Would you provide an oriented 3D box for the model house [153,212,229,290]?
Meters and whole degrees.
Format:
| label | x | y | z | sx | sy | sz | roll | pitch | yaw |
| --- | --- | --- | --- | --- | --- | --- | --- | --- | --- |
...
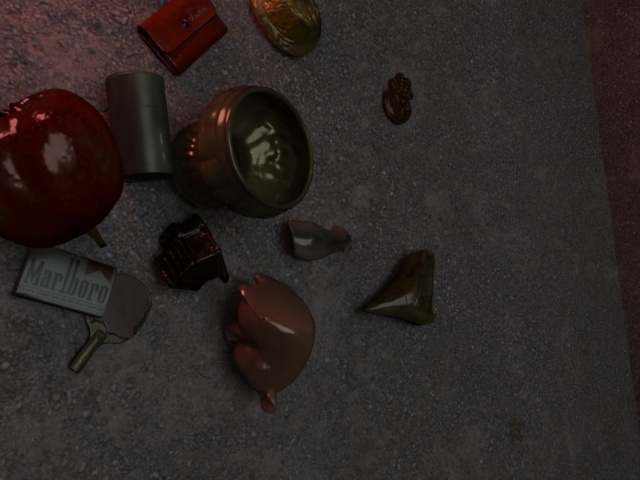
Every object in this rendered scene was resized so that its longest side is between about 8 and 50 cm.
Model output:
| label | x | y | z | sx | sy | sz | roll | pitch | yaw |
| --- | --- | --- | --- | --- | --- | --- | --- | --- | --- |
| model house | -0.311 | 0.035 | 1.382 | 0.152 | 0.106 | 0.165 | -25 | 65 | -26 |

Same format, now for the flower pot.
| label | x | y | z | sx | sy | sz | roll | pitch | yaw |
| --- | --- | --- | --- | --- | --- | --- | --- | --- | --- |
| flower pot | -0.190 | -0.193 | 1.379 | 0.307 | 0.244 | 0.308 | 10 | 77 | -51 |

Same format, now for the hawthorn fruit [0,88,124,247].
| label | x | y | z | sx | sy | sz | roll | pitch | yaw |
| --- | --- | --- | --- | --- | --- | --- | --- | --- | --- |
| hawthorn fruit | -0.507 | -0.110 | 1.145 | 0.287 | 0.287 | 0.330 | -49 | 129 | -32 |

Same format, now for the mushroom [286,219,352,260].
| label | x | y | z | sx | sy | sz | roll | pitch | yaw |
| --- | --- | --- | --- | --- | --- | --- | --- | --- | --- |
| mushroom | 0.000 | 0.000 | 1.626 | 0.225 | 0.093 | 0.116 | 4 | 61 | -33 |

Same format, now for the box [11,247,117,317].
| label | x | y | z | sx | sy | sz | roll | pitch | yaw |
| --- | --- | --- | --- | --- | --- | --- | --- | --- | --- |
| box | -0.521 | 0.082 | 1.227 | 0.177 | 0.036 | 0.115 | 22 | 68 | -30 |

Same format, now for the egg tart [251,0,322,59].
| label | x | y | z | sx | sy | sz | roll | pitch | yaw |
| --- | --- | --- | --- | --- | --- | --- | --- | --- | --- |
| egg tart | -0.077 | -0.632 | 1.641 | 0.231 | 0.098 | 0.252 | -20 | 93 | -42 |

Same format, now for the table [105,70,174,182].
| label | x | y | z | sx | sy | sz | roll | pitch | yaw |
| --- | --- | --- | --- | --- | --- | --- | --- | --- | --- |
| table | -0.396 | -0.247 | 1.315 | 0.126 | 0.126 | 0.220 | -6 | 88 | -39 |

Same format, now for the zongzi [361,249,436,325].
| label | x | y | z | sx | sy | sz | roll | pitch | yaw |
| --- | --- | --- | --- | --- | --- | --- | --- | --- | --- |
| zongzi | 0.232 | 0.128 | 1.797 | 0.256 | 0.115 | 0.228 | 12 | 73 | -26 |

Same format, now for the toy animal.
| label | x | y | z | sx | sy | sz | roll | pitch | yaw |
| --- | --- | --- | --- | --- | --- | --- | --- | --- | --- |
| toy animal | -0.127 | 0.241 | 1.429 | 0.212 | 0.256 | 0.195 | 28 | 30 | 7 |

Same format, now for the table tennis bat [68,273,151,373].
| label | x | y | z | sx | sy | sz | roll | pitch | yaw |
| --- | --- | --- | --- | --- | --- | --- | --- | --- | --- |
| table tennis bat | -0.456 | 0.180 | 1.287 | 0.131 | 0.022 | 0.234 | 45 | 59 | -25 |

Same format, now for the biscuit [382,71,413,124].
| label | x | y | z | sx | sy | sz | roll | pitch | yaw |
| --- | --- | --- | --- | --- | --- | --- | --- | --- | --- |
| biscuit | 0.253 | -0.457 | 1.922 | 0.124 | 0.026 | 0.175 | 26 | 70 | -34 |

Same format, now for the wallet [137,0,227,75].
| label | x | y | z | sx | sy | sz | roll | pitch | yaw |
| --- | --- | --- | --- | --- | --- | --- | --- | --- | --- |
| wallet | -0.328 | -0.513 | 1.452 | 0.142 | 0.045 | 0.204 | 50 | 57 | -23 |
